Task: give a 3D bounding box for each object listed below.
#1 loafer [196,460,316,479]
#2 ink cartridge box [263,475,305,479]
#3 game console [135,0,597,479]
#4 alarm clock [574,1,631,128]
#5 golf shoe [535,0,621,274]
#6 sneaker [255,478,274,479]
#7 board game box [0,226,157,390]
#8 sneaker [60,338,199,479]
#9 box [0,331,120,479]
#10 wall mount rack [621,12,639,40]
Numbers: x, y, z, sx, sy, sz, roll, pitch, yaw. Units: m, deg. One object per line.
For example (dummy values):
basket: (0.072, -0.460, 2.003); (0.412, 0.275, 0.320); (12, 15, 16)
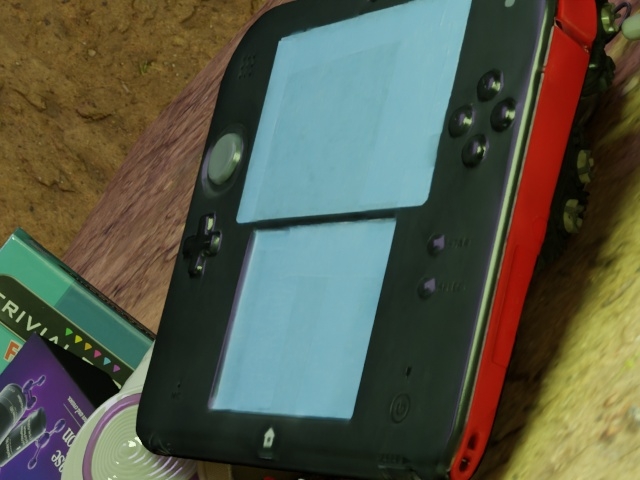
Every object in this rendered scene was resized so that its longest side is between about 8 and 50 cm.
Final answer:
loafer: (0.007, 0.087, 1.301); (0.268, 0.102, 0.092); (-58, 31, -4)
ink cartridge box: (-0.042, 0.217, 1.130); (0.179, 0.045, 0.145); (9, 70, 63)
game console: (0.014, -0.015, 1.187); (0.386, 0.060, 0.342); (-4, 64, 57)
alarm clock: (0.169, -0.106, 1.350); (0.192, 0.064, 0.129); (-49, 12, 25)
golf shoe: (0.124, -0.080, 1.224); (0.120, 0.105, 0.273); (-4, 47, 27)
sneaker: (-0.026, 0.199, 1.223); (0.058, 0.052, 0.135); (-60, 13, -17)
board game box: (-0.296, 0.198, 1.722); (0.336, 0.254, 0.079); (-52, 7, 1)
sneaker: (-0.091, 0.123, 1.403); (0.305, 0.114, 0.152); (-57, -12, -9)
box: (-0.226, 0.223, 1.553); (0.184, 0.103, 0.261); (-54, 36, 2)
wall mount rack: (0.318, -0.284, 1.199); (0.350, 0.130, 0.304); (-58, -17, -30)
